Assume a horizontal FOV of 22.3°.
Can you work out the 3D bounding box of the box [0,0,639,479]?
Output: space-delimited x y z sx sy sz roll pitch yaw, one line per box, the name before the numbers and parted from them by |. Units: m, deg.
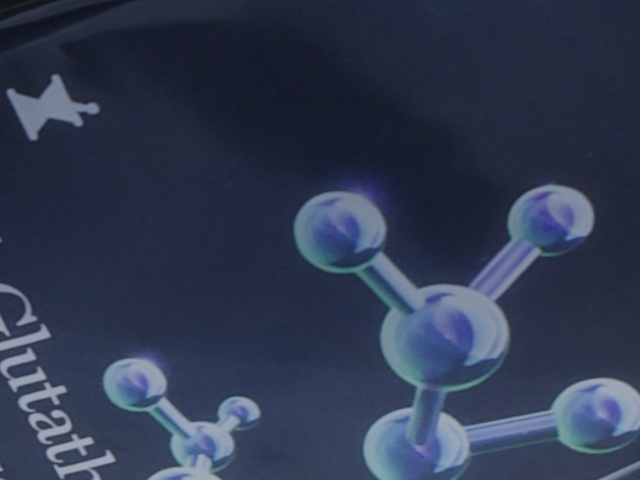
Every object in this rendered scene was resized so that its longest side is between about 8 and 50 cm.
box | 0.000 0.000 0.572 0.395 0.212 0.293 -16 118 11
